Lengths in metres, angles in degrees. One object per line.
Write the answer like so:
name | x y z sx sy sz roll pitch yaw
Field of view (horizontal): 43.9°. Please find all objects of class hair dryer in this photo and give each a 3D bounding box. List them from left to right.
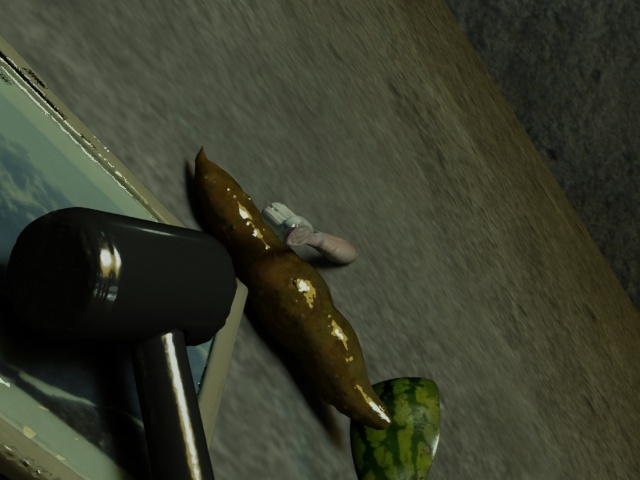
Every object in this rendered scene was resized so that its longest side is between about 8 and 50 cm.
hair dryer | -0.088 0.105 0.413 0.114 0.071 0.248 15 59 -61

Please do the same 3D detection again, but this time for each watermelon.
watermelon | 0.060 0.168 0.704 0.069 0.087 0.163 19 30 -3

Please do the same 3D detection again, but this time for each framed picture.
framed picture | -0.170 0.000 0.448 0.335 0.022 0.247 49 27 -26

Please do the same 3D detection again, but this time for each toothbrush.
toothbrush | 0.000 0.000 0.699 0.029 0.025 0.307 41 3 12

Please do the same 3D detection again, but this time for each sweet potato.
sweet potato | -0.028 0.040 0.642 0.274 0.067 0.067 57 24 -2
